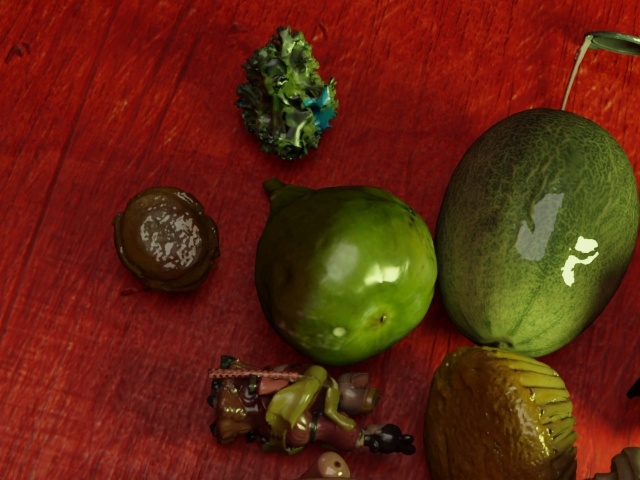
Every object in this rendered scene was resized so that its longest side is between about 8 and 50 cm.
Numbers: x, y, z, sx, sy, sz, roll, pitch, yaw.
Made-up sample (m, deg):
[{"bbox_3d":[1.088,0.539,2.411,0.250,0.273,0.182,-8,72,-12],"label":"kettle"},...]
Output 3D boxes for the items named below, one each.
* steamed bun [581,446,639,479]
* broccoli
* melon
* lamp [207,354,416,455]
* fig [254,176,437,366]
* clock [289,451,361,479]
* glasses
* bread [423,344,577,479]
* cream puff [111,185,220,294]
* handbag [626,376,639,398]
[{"bbox_3d":[0.344,0.367,1.238,0.219,0.324,0.310,17,37,24],"label":"steamed bun"},{"bbox_3d":[-0.049,-0.202,1.588,0.154,0.160,0.167,34,85,10],"label":"broccoli"},{"bbox_3d":[0.270,-0.010,1.479,0.248,0.248,0.329,21,71,5],"label":"melon"},{"bbox_3d":[-0.009,0.201,1.424,0.253,0.118,0.118,3,65,1],"label":"lamp"},{"bbox_3d":[0.026,0.001,1.459,0.233,0.233,0.314,-2,53,-6],"label":"fig"},{"bbox_3d":[-0.023,0.374,1.290,0.241,0.142,0.227,-21,66,-38],"label":"clock"},{"bbox_3d":[0.445,-0.156,1.676,0.234,0.118,0.268,23,85,4],"label":"glasses"},{"bbox_3d":[0.215,0.234,1.369,0.139,0.240,0.240,-12,66,-22],"label":"bread"},{"bbox_3d":[-0.195,0.003,1.510,0.126,0.103,0.144,-36,72,-5],"label":"cream puff"},{"bbox_3d":[0.559,0.134,1.394,0.303,0.329,0.122,-16,69,-17],"label":"handbag"}]
